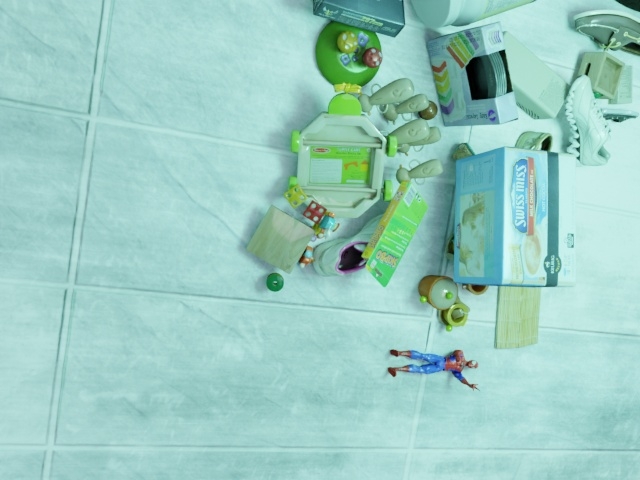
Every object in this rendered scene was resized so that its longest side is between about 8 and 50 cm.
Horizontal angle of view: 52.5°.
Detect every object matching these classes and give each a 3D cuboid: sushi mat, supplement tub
[{"bbox_3d":[0.607,0.173,1.979,0.151,0.019,0.317,-2,99,-21],"label":"sushi mat"},{"bbox_3d":[0.411,-0.690,1.666,0.324,0.235,0.236,-23,105,-15],"label":"supplement tub"}]

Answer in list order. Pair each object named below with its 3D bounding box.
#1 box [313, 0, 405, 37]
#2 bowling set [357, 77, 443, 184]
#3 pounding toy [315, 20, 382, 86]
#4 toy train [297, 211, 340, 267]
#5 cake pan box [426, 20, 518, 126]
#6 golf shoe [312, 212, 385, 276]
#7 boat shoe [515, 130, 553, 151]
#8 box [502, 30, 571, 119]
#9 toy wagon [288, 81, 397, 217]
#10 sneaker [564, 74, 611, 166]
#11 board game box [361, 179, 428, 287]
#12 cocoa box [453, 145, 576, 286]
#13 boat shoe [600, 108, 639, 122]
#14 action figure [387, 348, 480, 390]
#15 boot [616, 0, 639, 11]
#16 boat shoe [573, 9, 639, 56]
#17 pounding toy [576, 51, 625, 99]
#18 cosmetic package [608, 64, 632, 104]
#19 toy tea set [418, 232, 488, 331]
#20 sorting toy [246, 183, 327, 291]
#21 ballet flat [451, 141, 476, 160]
[{"bbox_3d":[0.094,-0.619,1.614,0.232,0.059,0.184,8,67,-22],"label":"box"},{"bbox_3d":[0.230,-0.296,1.731,0.154,0.200,0.287,-15,103,28],"label":"bowling set"},{"bbox_3d":[0.088,-0.507,1.644,0.182,0.110,0.237,-7,101,-19],"label":"pounding toy"},{"bbox_3d":[0.000,0.000,1.666,0.046,0.166,0.125,25,48,-20],"label":"toy train"},{"bbox_3d":[0.394,-0.421,1.684,0.070,0.267,0.246,-22,107,-18],"label":"cake pan box"},{"bbox_3d":[0.133,0.018,1.723,0.306,0.140,0.115,-28,105,-16],"label":"golf shoe"},{"bbox_3d":[0.593,-0.180,1.884,0.104,0.089,0.286,13,94,-22],"label":"boat shoe"},{"bbox_3d":[0.567,-0.461,1.833,0.275,0.094,0.113,33,86,-21],"label":"box"},{"bbox_3d":[0.057,-0.227,1.641,0.267,0.068,0.345,2,111,-4],"label":"toy wagon"},{"bbox_3d":[0.777,-0.341,1.871,0.110,0.118,0.292,-44,131,-30],"label":"sneaker"},{"bbox_3d":[0.191,-0.016,1.678,0.124,0.039,0.260,46,65,-46],"label":"board game box"},{"bbox_3d":[0.503,-0.052,1.703,0.227,0.231,0.348,3,87,-21],"label":"cocoa box"},{"bbox_3d":[0.911,-0.382,1.997,0.142,0.049,0.040,2,103,-14],"label":"boat shoe"},{"bbox_3d":[0.349,0.364,1.856,0.280,0.139,0.092,4,98,-23],"label":"action figure"},{"bbox_3d":[0.914,-0.867,1.882,0.377,0.138,0.284,29,87,-16],"label":"boot"},{"bbox_3d":[0.881,-0.607,1.917,0.324,0.116,0.097,2,94,-26],"label":"boat shoe"},{"bbox_3d":[0.806,-0.477,1.927,0.130,0.100,0.141,12,96,-35],"label":"pounding toy"},{"bbox_3d":[0.917,-0.475,1.985,0.060,0.041,0.115,-6,100,-20],"label":"cosmetic package"},{"bbox_3d":[0.425,0.095,1.845,0.200,0.124,0.336,36,85,-21],"label":"toy tea set"},{"bbox_3d":[-0.097,-0.013,1.665,0.132,0.046,0.275,29,100,-8],"label":"sorting toy"},{"bbox_3d":[0.443,-0.188,1.852,0.067,0.073,0.206,-36,107,17],"label":"ballet flat"}]
